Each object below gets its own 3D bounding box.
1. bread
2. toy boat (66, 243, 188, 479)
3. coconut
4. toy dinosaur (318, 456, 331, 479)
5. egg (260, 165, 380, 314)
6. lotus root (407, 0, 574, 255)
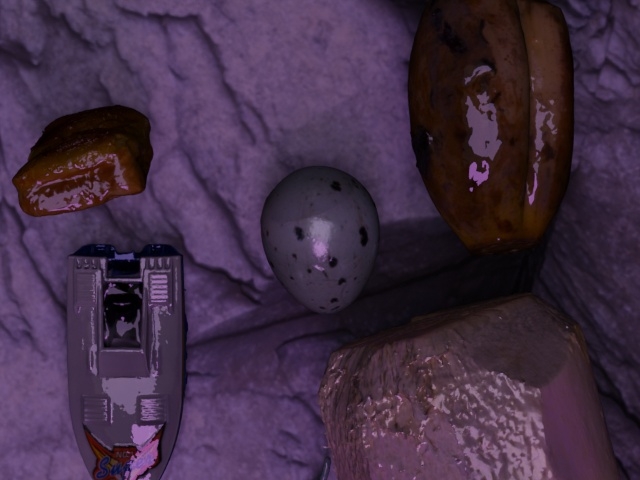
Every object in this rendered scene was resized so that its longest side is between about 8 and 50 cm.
[{"bbox_3d":[-0.241,-0.081,1.728,0.139,0.271,0.077,-14,102,1],"label":"bread"},{"bbox_3d":[-0.209,0.154,1.842,0.129,0.088,0.295,0,95,-1],"label":"toy boat"},{"bbox_3d":[0.158,0.229,1.754,0.297,0.297,0.309,-17,91,1],"label":"coconut"},{"bbox_3d":[-0.062,0.430,1.876,0.129,0.076,0.383,40,87,20],"label":"toy dinosaur"},{"bbox_3d":[0.000,0.000,1.818,0.131,0.131,0.164,-2,119,-1],"label":"egg"},{"bbox_3d":[0.178,-0.126,1.777,0.193,0.193,0.291,-1,95,-1],"label":"lotus root"}]
